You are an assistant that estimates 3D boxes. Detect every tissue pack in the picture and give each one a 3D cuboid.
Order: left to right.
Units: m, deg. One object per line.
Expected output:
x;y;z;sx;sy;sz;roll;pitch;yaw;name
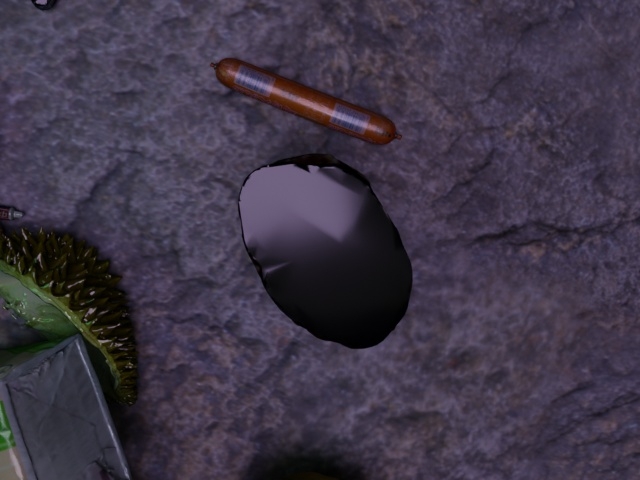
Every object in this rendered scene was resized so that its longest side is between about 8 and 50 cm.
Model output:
-0.544;0.356;0.933;0.405;0.205;0.331;-12;100;23;tissue pack

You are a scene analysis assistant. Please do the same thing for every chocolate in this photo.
0.000;0.000;0.959;0.225;0.210;0.340;-35;107;0;chocolate

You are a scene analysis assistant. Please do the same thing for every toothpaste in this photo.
-0.589;-0.051;1.004;0.140;0.021;0.037;6;100;-2;toothpaste

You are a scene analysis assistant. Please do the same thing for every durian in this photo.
-0.433;0.145;0.992;0.198;0.163;0.394;-26;112;2;durian

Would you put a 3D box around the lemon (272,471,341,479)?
-0.019;0.585;1.020;0.364;0.364;0.364;-1;103;-4;lemon

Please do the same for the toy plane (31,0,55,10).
-0.485;-0.425;0.898;0.286;0.092;0.108;-10;82;-2;toy plane

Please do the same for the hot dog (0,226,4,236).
-0.667;-0.001;0.986;0.236;0.062;0.092;1;117;-9;hot dog

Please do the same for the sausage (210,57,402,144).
-0.021;-0.234;0.983;0.348;0.053;0.053;19;101;-8;sausage
